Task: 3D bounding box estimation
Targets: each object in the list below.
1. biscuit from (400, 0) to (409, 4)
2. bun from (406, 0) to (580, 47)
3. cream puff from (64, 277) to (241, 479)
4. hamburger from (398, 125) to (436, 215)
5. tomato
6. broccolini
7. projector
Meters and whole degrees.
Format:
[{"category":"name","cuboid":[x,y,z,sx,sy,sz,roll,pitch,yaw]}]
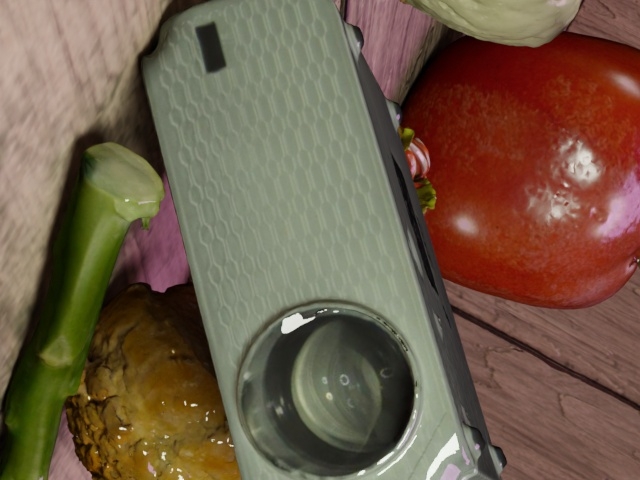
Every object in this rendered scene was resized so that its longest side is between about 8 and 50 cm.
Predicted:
[{"category":"biscuit","cuboid":[0.117,-0.243,1.155,0.220,0.033,0.220,-28,147,-20]},{"category":"bun","cuboid":[0.086,-0.210,0.941,0.244,0.153,0.244,9,90,-87]},{"category":"cream puff","cuboid":[-0.078,0.096,0.993,0.115,0.150,0.165,-47,139,13]},{"category":"hamburger","cuboid":[0.000,0.000,1.237,0.173,0.116,0.210,-63,172,33]},{"category":"tomato","cuboid":[0.219,-0.076,1.753,0.293,0.290,0.325,-66,170,16]},{"category":"broccolini","cuboid":[-0.137,0.117,0.897,0.079,0.074,0.392,-63,178,-48]},{"category":"projector","cuboid":[0.008,0.020,0.867,0.198,0.108,0.250,46,29,-75]}]
